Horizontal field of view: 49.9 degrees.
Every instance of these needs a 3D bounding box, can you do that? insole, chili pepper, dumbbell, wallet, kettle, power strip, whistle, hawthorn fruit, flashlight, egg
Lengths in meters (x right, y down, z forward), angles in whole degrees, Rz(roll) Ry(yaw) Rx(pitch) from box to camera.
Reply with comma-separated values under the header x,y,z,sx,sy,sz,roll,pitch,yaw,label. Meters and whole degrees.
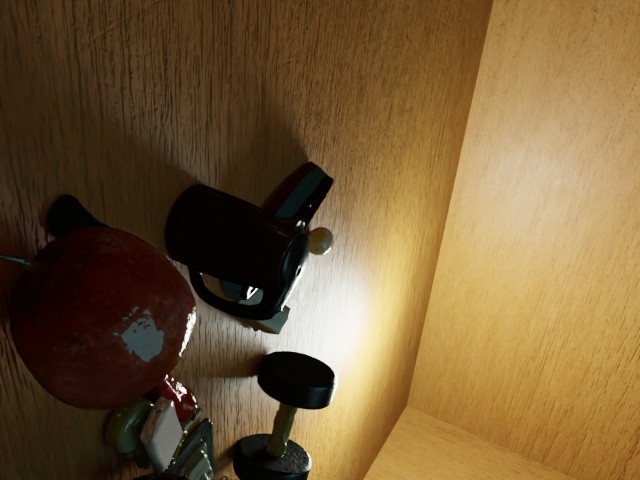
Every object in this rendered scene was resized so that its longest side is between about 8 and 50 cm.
x,y,z,sx,sy,sz,roll,pitch,yaw,label
-0.336,0.003,1.019,0.080,0.003,0.232,-64,158,-17,insole
-0.288,0.297,1.319,0.071,0.063,0.272,-50,153,-19,chili pepper
-0.092,0.468,1.776,0.204,0.204,0.322,-8,116,-67,dumbbell
-0.293,0.361,1.276,0.190,0.033,0.095,95,13,-52,wallet
-0.144,0.023,1.194,0.202,0.232,0.144,-66,158,-10,kettle
-0.285,0.537,1.546,0.198,0.064,0.213,-50,151,-46,power strip
-0.337,0.366,1.270,0.104,0.057,0.198,-52,151,-39,whistle
-0.282,0.088,0.910,0.235,0.231,0.263,-60,164,-54,hawthorn fruit
-0.286,0.390,1.474,0.083,0.018,0.018,-46,149,-48,flashlight
0.000,0.000,1.765,0.083,0.071,0.071,-54,154,-44,egg

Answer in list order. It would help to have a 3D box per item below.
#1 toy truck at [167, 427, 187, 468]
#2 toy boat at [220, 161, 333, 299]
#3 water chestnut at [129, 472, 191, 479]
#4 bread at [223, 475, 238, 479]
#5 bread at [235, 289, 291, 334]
x,y,z,sx,sy,sz,roll,pitch,yaw,label
-0.308,0.414,1.399,0.083,0.049,0.054,-70,161,2,toy truck
-0.089,-0.031,1.524,0.392,0.079,0.136,-55,156,-29,toy boat
-0.322,0.585,1.226,0.350,0.302,0.350,-173,-90,-76,water chestnut
-0.150,0.683,1.764,0.279,0.248,0.315,-53,167,-49,bread
-0.154,0.152,1.585,0.152,0.105,0.077,41,67,-34,bread
